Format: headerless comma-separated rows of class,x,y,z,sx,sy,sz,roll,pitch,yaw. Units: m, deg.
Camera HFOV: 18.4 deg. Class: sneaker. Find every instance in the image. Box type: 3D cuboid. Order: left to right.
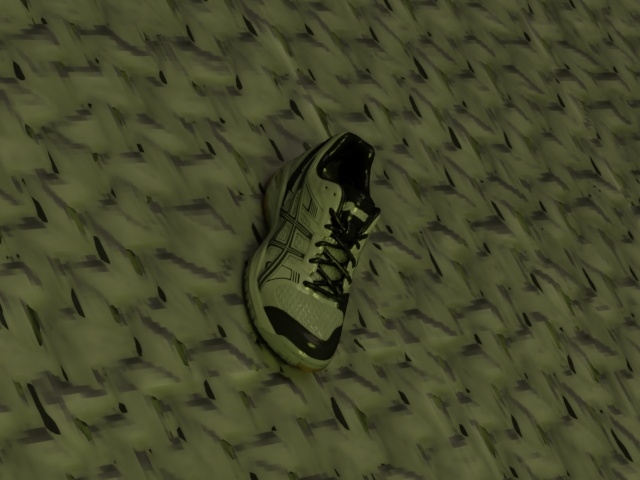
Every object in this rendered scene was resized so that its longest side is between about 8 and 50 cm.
sneaker,0.000,0.000,0.598,0.032,0.037,0.083,28,43,-29
